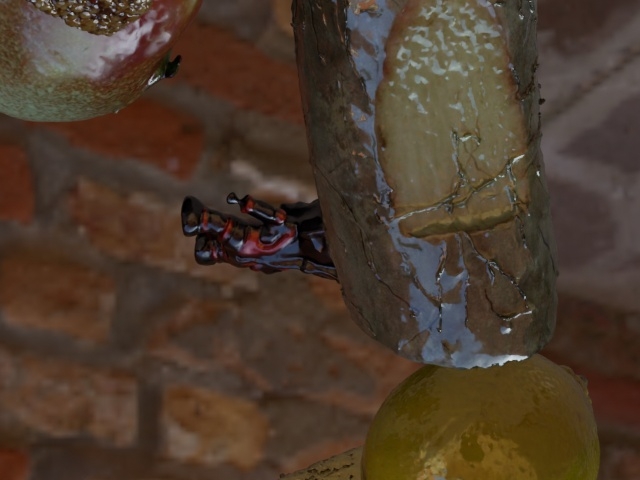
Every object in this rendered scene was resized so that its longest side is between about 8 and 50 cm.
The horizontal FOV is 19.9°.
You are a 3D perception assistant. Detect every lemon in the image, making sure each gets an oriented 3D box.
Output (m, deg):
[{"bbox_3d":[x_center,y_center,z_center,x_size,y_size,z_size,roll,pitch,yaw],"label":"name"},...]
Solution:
[{"bbox_3d":[0.130,0.173,1.451,0.248,0.184,0.184,-37,-179,-43],"label":"lemon"}]

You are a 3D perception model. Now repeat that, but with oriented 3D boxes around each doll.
[{"bbox_3d":[0.000,-0.003,1.651,0.248,0.088,0.127,4,179,18],"label":"doll"}]

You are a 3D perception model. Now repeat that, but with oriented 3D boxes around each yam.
[{"bbox_3d":[0.064,-0.061,1.092,0.154,0.154,0.254,-7,109,6],"label":"yam"}]

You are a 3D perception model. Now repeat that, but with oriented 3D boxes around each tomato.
[{"bbox_3d":[-0.247,-0.266,1.676,0.239,0.303,0.303,14,149,-36],"label":"tomato"}]

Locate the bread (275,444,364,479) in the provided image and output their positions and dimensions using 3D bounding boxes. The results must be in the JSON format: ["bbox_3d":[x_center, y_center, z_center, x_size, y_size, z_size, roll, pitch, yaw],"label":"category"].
[{"bbox_3d":[0.074,0.378,1.809,0.248,0.279,0.315,-19,127,-27],"label":"bread"}]

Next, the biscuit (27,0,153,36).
[{"bbox_3d":[-0.191,-0.185,1.146,0.064,0.034,0.199,-26,145,36],"label":"biscuit"}]
